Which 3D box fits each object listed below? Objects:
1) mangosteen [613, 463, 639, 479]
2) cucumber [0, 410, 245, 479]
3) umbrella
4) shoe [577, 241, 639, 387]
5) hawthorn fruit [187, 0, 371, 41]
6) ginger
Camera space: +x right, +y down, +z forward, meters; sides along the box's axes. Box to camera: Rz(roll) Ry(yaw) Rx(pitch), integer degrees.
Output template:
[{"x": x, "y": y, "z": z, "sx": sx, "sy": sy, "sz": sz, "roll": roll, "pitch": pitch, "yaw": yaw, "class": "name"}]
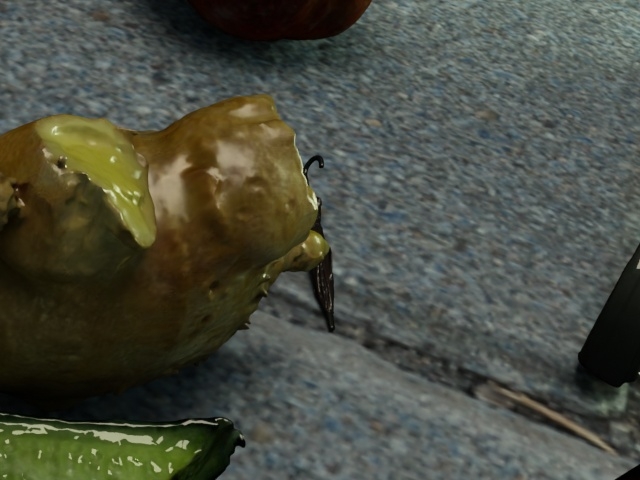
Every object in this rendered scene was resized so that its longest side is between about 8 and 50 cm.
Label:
[{"x": 0.163, "y": 0.173, "z": 0.357, "sx": 0.265, "sy": 0.228, "sz": 0.228, "roll": 50, "pitch": 26, "yaw": -25, "class": "mangosteen"}, {"x": -0.133, "y": 0.096, "z": 0.455, "sx": 0.220, "sy": 0.046, "sz": 0.070, "roll": 4, "pitch": 39, "yaw": -15, "class": "cucumber"}, {"x": -0.002, "y": 0.002, "z": 0.664, "sx": 0.013, "sy": 0.022, "sz": 0.122, "roll": 28, "pitch": 39, "yaw": -31, "class": "umbrella"}, {"x": 0.223, "y": 0.007, "z": 0.679, "sx": 0.093, "sy": 0.108, "sz": 0.241, "roll": 32, "pitch": 44, "yaw": 17, "class": "shoe"}, {"x": -0.034, "y": -0.230, "z": 0.828, "sx": 0.185, "sy": 0.185, "sz": 0.202, "roll": -9, "pitch": 40, "yaw": -33, "class": "hawthorn fruit"}, {"x": -0.085, "y": 0.004, "z": 0.511, "sx": 0.216, "sy": 0.157, "sz": 0.102, "roll": -4, "pitch": 55, "yaw": -38, "class": "ginger"}]
